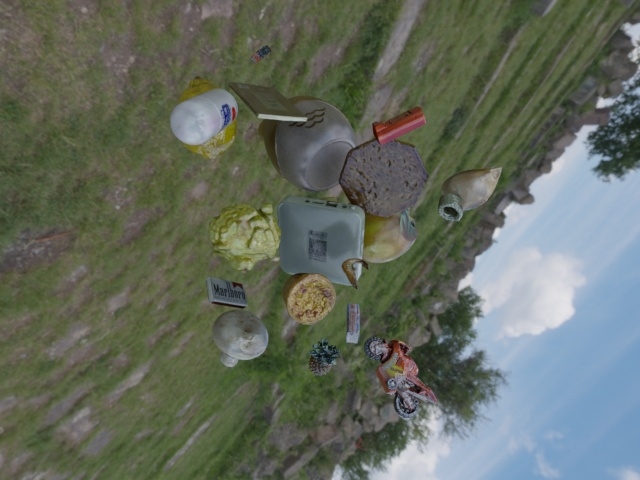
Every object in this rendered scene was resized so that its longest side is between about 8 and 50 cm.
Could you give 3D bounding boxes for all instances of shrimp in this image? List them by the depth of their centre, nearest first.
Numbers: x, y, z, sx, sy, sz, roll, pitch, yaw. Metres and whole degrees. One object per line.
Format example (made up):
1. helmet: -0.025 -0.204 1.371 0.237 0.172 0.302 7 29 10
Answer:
1. shrimp: 0.119 0.106 1.344 0.025 0.091 0.127 95 -13 -49

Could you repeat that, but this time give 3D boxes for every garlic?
1. garlic: 0.589 -0.199 1.684 0.196 0.151 0.338 -25 176 -2

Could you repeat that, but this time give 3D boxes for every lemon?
1. lemon: -0.500 -0.532 1.840 0.315 0.286 0.285 -66 166 19

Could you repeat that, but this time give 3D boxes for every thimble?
1. thimble: 0.490 -0.123 1.566 0.085 0.110 0.062 -24 -139 47

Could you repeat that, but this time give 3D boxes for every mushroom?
1. mushroom: -0.353 0.421 1.761 0.243 0.244 0.243 -52 169 -15

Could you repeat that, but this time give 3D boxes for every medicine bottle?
1. medicine bottle: -0.360 -0.388 1.299 0.130 0.130 0.340 -60 -171 24

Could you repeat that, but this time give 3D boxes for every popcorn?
1. popcorn: -0.249 -0.023 1.408 0.256 0.194 0.254 13 124 -41

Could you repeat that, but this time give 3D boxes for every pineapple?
1. pineapple: 0.002 0.411 1.444 0.221 0.103 0.083 109 7 -57

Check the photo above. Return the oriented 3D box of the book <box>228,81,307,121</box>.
1. book: -0.216 -0.561 1.680 0.217 0.310 0.021 -6 132 -34

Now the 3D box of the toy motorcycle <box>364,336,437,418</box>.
1. toy motorcycle: 0.276 0.461 1.464 0.171 0.297 0.089 -18 157 -26

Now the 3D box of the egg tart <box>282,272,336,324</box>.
1. egg tart: -0.060 0.205 1.601 0.202 0.203 0.147 -54 -153 -5

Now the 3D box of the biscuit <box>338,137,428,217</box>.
1. biscuit: 0.253 -0.254 1.691 0.046 0.360 0.359 -76 -169 -55

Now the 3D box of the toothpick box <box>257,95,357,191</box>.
1. toothpick box: -0.060 -0.466 1.978 0.409 0.425 0.408 -26 146 -19

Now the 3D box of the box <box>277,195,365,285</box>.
1. box: 0.000 0.000 1.788 0.090 0.368 0.372 -57 153 -56

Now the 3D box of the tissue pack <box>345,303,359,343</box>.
1. tissue pack: 0.152 0.390 1.965 0.115 0.065 0.155 91 3 -52

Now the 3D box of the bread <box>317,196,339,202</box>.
1. bread: -0.016 -0.119 2.102 0.204 0.262 0.162 -99 179 -70

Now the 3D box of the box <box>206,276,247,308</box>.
1. box: -0.390 0.218 1.738 0.036 0.115 0.178 -37 145 27

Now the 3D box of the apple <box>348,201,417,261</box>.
1. apple: 0.295 -0.077 2.033 0.384 0.375 0.374 -54 171 -42

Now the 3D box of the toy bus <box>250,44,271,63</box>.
1. toy bus: -0.211 -0.660 1.479 0.043 0.031 0.110 -29 -158 33

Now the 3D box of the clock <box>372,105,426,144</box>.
1. clock: 0.239 -0.360 1.285 0.155 0.061 0.113 -23 -157 8
